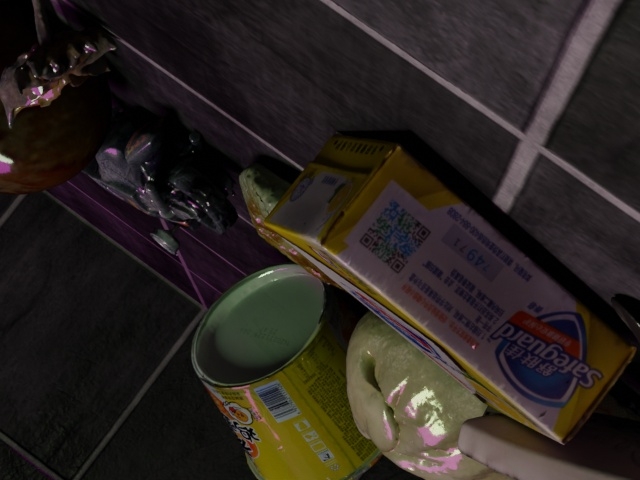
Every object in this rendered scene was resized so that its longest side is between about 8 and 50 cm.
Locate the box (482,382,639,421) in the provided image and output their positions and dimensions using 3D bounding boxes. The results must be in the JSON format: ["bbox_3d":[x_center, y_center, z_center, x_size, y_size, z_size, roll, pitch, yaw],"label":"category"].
[{"bbox_3d":[0.320,0.237,1.460,0.310,0.084,0.198,37,171,-7],"label":"box"}]

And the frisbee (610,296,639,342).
[{"bbox_3d":[0.284,0.126,1.163,0.211,0.012,0.187,53,-176,4],"label":"frisbee"}]

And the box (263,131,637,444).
[{"bbox_3d":[0.099,0.035,1.205,0.265,0.097,0.168,40,174,-19],"label":"box"}]

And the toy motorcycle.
[{"bbox_3d":[-0.199,-0.081,1.750,0.173,0.108,0.307,46,166,-22],"label":"toy motorcycle"}]

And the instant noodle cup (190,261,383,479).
[{"bbox_3d":[-0.034,0.168,1.963,0.264,0.264,0.200,25,158,51],"label":"instant noodle cup"}]

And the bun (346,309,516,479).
[{"bbox_3d":[0.130,0.186,1.685,0.259,0.160,0.259,37,168,9],"label":"bun"}]

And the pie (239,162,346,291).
[{"bbox_3d":[0.000,0.000,1.565,0.240,0.054,0.240,35,173,5],"label":"pie"}]

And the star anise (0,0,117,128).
[{"bbox_3d":[-0.311,-0.234,1.468,0.227,0.148,0.218,64,-158,-5],"label":"star anise"}]

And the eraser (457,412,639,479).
[{"bbox_3d":[0.229,0.174,1.248,0.243,0.059,0.204,11,-175,25],"label":"eraser"}]

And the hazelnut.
[{"bbox_3d":[-0.346,-0.149,1.631,0.234,0.218,0.218,1,157,18],"label":"hazelnut"}]
